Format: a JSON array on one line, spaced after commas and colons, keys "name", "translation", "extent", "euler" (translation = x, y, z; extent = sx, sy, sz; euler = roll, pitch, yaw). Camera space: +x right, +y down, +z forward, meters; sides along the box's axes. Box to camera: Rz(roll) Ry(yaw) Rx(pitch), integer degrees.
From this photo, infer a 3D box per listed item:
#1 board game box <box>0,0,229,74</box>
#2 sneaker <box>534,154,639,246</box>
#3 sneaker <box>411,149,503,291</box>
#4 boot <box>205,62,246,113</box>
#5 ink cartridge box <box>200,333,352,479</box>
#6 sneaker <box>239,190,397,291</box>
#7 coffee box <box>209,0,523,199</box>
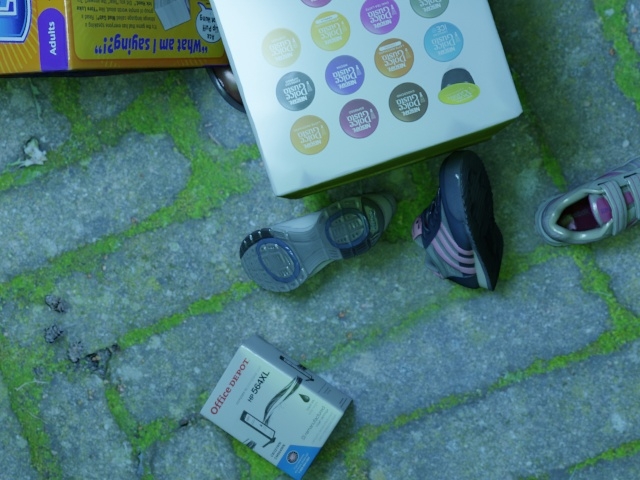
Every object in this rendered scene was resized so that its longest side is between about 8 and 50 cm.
[{"name": "board game box", "translation": [-0.386, -0.421, 1.696], "extent": [0.356, 0.356, 0.356], "euler": [2, 99, 31]}, {"name": "sneaker", "translation": [0.443, -0.054, 1.735], "extent": [0.252, 0.111, 0.103], "euler": [-27, 92, 15]}, {"name": "sneaker", "translation": [0.188, -0.024, 1.716], "extent": [0.131, 0.319, 0.112], "euler": [9, 59, 21]}, {"name": "boot", "translation": [-0.017, -0.286, 1.814], "extent": [0.280, 0.096, 0.264], "euler": [-42, 87, 14]}, {"name": "ink cartridge box", "translation": [-0.074, 0.274, 1.913], "extent": [0.203, 0.086, 0.148], "euler": [33, 104, 6]}, {"name": "sneaker", "translation": [0.000, 0.000, 1.849], "extent": [0.297, 0.129, 0.111], "euler": [-18, 96, 33]}, {"name": "coffee box", "translation": [0.056, -0.259, 1.618], "extent": [0.337, 0.338, 0.335], "euler": [-18, 90, 2]}]
